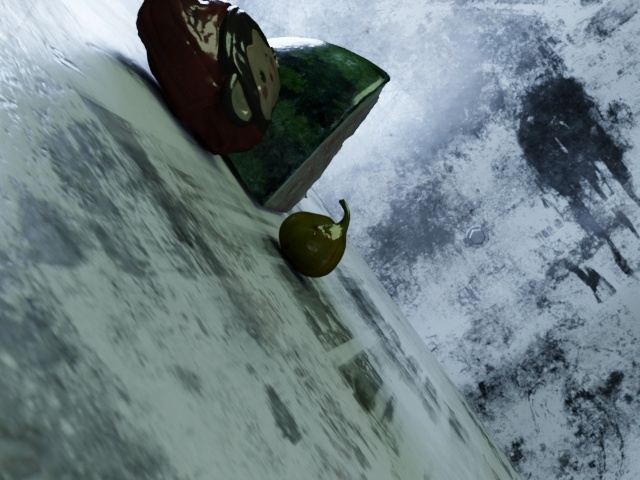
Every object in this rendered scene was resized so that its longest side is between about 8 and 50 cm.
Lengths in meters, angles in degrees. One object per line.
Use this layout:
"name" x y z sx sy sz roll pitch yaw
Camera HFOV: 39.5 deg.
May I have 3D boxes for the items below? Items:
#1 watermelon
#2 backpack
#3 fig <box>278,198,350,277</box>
"watermelon" -0.086 -0.147 1.322 0.283 0.293 0.250 29 32 32
"backpack" -0.143 -0.219 1.098 0.229 0.138 0.229 52 23 -33
"fig" 0.000 0.000 1.115 0.082 0.098 0.084 50 17 -56
